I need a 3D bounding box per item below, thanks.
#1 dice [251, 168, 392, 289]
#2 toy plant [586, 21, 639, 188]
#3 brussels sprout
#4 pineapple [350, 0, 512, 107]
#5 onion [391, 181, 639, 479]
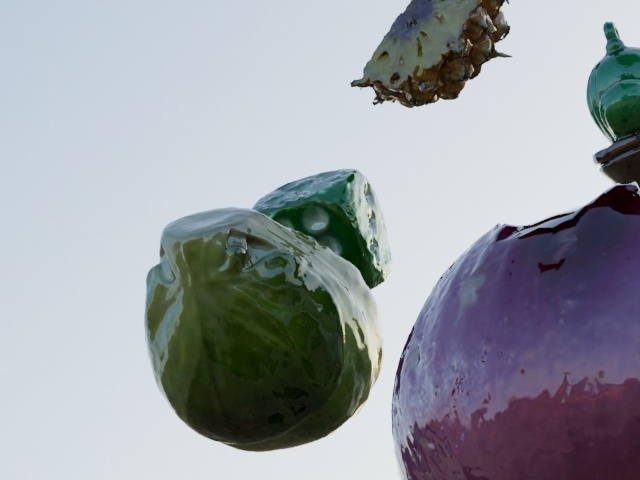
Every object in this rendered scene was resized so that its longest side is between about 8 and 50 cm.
[{"bbox_3d":[0.000,0.000,1.921,0.131,0.128,0.120,-16,12,17],"label":"dice"},{"bbox_3d":[0.298,-0.111,1.643,0.105,0.200,0.143,-22,-1,20],"label":"toy plant"},{"bbox_3d":[-0.067,0.084,1.748,0.219,0.210,0.271,-15,-65,24],"label":"brussels sprout"},{"bbox_3d":[0.147,-0.236,1.989,0.079,0.135,0.233,18,-76,-55],"label":"pineapple"},{"bbox_3d":[0.228,0.138,1.012,0.358,0.345,0.358,-14,-23,-6],"label":"onion"}]
